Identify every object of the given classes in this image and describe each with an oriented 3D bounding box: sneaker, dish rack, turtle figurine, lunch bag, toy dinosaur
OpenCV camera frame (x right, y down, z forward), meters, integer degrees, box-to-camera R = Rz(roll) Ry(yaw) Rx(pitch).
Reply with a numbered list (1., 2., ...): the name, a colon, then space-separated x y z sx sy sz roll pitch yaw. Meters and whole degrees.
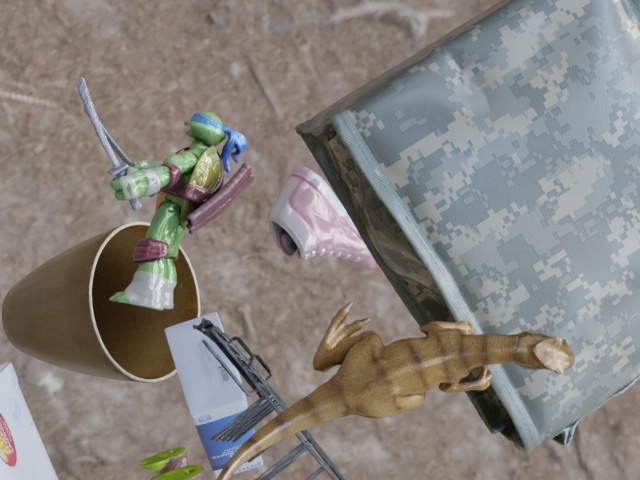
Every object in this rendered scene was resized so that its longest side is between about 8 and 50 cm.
1. sneaker: 0.000 0.000 1.107 0.070 0.051 0.134 -56 130 -18
2. dish rack: -0.022 0.182 0.978 0.074 0.208 0.271 -38 81 -6
3. turtle figurine: -0.142 0.354 1.373 0.087 0.269 0.217 -10 102 -5
4. lunch bag: 0.161 -0.022 0.876 0.235 0.169 0.287 -33 97 -8
5. turtle figurine: -0.243 -0.053 1.604 0.274 0.198 0.266 13 87 -32
6. toy dinosaur: 0.021 0.074 0.634 0.112 0.211 0.064 -126 -166 -83

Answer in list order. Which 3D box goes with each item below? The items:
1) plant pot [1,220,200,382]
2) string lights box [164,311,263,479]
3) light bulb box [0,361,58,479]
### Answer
1. plant pot: -0.353 0.104 1.869 0.237 0.254 0.237 16 71 -53
2. string lights box: -0.141 0.219 1.688 0.076 0.260 0.133 -18 61 -7
3. light bulb box: -0.482 0.381 1.437 0.225 0.361 0.358 -108 178 -83
